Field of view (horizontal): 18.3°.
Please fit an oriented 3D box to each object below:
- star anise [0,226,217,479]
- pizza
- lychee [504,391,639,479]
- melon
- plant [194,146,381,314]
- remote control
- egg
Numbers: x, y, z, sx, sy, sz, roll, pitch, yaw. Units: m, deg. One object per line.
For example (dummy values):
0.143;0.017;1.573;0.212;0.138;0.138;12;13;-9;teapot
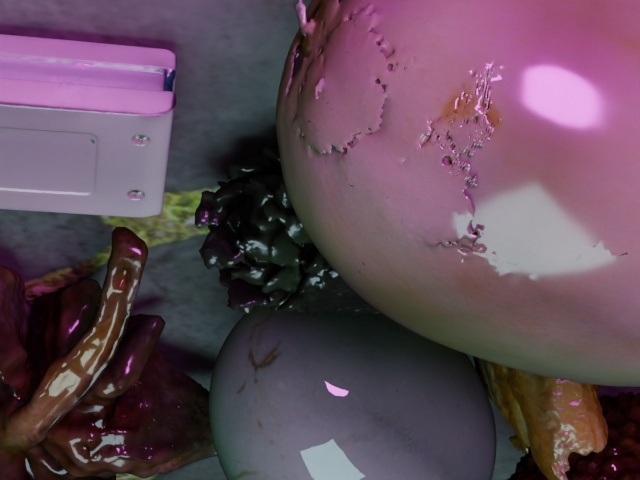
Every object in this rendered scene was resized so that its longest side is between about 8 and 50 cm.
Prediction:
-0.199;0.102;1.280;0.349;0.109;0.292;-18;148;26;star anise
0.135;0.071;1.235;0.069;0.154;0.194;-21;175;-4;pizza
0.206;0.192;1.334;0.188;0.188;0.188;1;148;1;lychee
0.126;-0.043;0.929;0.317;0.223;0.223;18;144;-24;melon
0.000;0.000;1.126;0.143;0.094;0.092;13;151;-26;plant
-0.218;-0.069;1.059;0.277;0.055;0.103;4;148;-6;remote control
0.020;0.115;1.233;0.168;0.168;0.231;-11;146;19;egg
